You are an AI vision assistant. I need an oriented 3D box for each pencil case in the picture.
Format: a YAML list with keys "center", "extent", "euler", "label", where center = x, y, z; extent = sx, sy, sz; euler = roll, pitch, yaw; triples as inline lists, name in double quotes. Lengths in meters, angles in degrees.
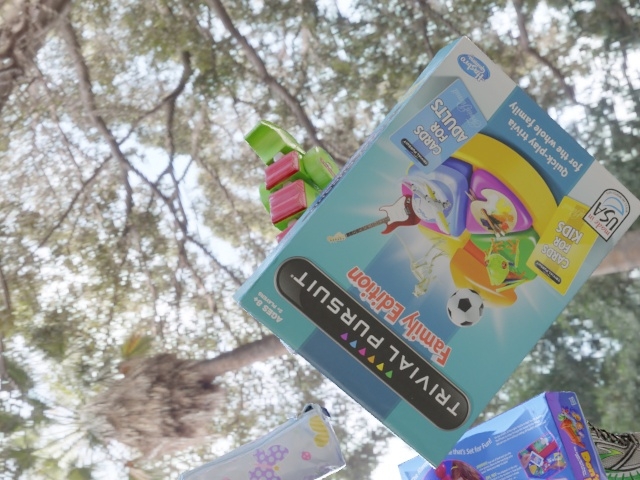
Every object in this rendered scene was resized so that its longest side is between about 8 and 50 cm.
- center: [-0.094, 0.372, 1.336]
  extent: [0.124, 0.273, 0.113]
  euler: [63, 178, -40]
  label: "pencil case"

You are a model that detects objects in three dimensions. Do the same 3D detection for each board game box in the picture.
- center: [0.118, 0.011, 0.816]
  extent: [0.254, 0.079, 0.336]
  euler: [41, -96, -8]
  label: "board game box"
- center: [0.286, 0.411, 1.289]
  extent: [0.078, 0.347, 0.233]
  euler: [9, -125, -37]
  label: "board game box"

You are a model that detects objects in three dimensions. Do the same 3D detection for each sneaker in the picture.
- center: [0.664, 0.495, 1.943]
  extent: [0.134, 0.343, 0.146]
  euler: [-77, -22, -83]
  label: "sneaker"

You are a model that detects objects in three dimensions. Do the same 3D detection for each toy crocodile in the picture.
- center: [-0.027, -0.033, 1.142]
  extent: [0.105, 0.115, 0.340]
  euler: [33, -147, -48]
  label: "toy crocodile"

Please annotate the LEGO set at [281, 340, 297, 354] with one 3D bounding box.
- center: [-0.020, 0.067, 1.536]
  extent: [0.060, 0.182, 0.244]
  euler: [18, -70, -44]
  label: "LEGO set"
